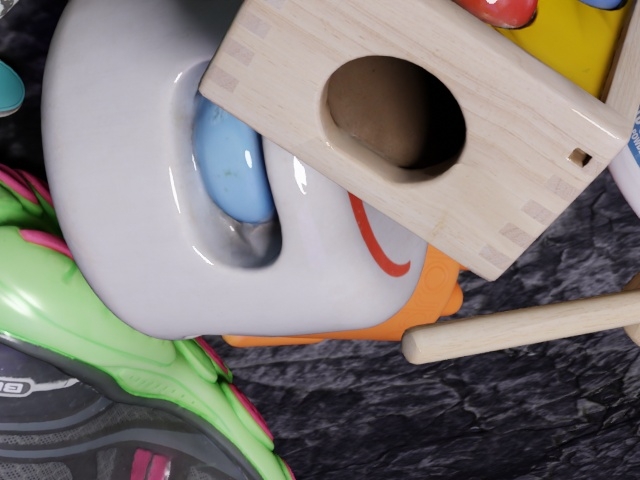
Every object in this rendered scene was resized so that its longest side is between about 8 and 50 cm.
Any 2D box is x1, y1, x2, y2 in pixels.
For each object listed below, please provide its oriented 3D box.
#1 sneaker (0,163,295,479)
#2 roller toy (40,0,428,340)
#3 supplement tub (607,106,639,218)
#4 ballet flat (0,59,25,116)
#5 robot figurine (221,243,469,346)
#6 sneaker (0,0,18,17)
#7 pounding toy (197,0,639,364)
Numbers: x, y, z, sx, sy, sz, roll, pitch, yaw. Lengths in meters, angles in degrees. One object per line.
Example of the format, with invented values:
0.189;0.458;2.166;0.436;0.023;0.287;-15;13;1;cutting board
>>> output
-0.166;0.126;0.816;0.202;0.185;0.483;-38;143;-2;sneaker
-0.024;-0.048;0.576;0.146;0.191;0.209;-5;148;20;roller toy
0.280;-0.087;0.711;0.144;0.144;0.200;14;140;-39;supplement tub
-0.211;-0.088;0.619;0.114;0.041;0.041;11;142;-37;ballet flat
0.001;-0.002;0.761;0.219;0.128;0.158;4;168;-31;robot figurine
-0.091;-0.148;0.408;0.158;0.182;0.410;17;138;-42;sneaker
0.073;-0.044;0.418;0.206;0.181;0.094;33;134;-4;pounding toy
